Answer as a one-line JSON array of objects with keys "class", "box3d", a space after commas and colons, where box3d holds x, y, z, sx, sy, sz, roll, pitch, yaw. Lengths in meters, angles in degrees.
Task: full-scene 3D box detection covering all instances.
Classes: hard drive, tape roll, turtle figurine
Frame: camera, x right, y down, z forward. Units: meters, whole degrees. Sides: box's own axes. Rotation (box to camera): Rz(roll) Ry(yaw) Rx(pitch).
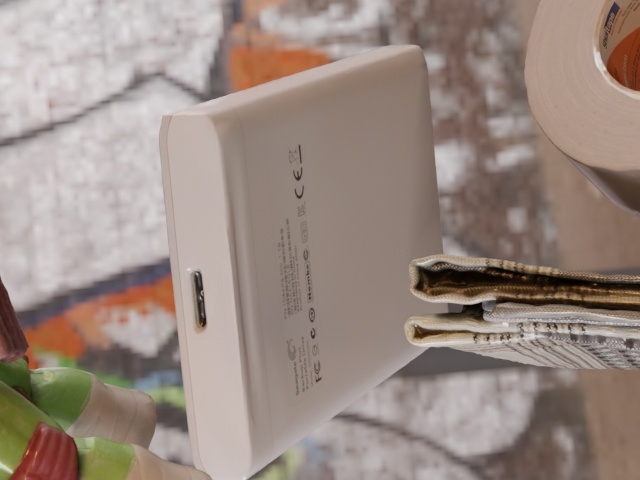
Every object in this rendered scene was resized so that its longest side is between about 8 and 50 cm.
[{"class": "hard drive", "box3d": [0.000, 0.000, 1.300, 0.353, 0.047, 0.233, -27, -66, -62]}, {"class": "tape roll", "box3d": [0.237, -0.122, 1.156, 0.072, 0.219, 0.219, 39, -148, -43]}, {"class": "turtle figurine", "box3d": [-0.202, 0.097, 0.805, 0.198, 0.266, 0.274, -19, 50, 51]}]

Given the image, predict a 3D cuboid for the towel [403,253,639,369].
[{"class": "towel", "box3d": [0.231, 0.064, 1.196, 0.324, 0.312, 0.056, 27, -111, -70]}]
